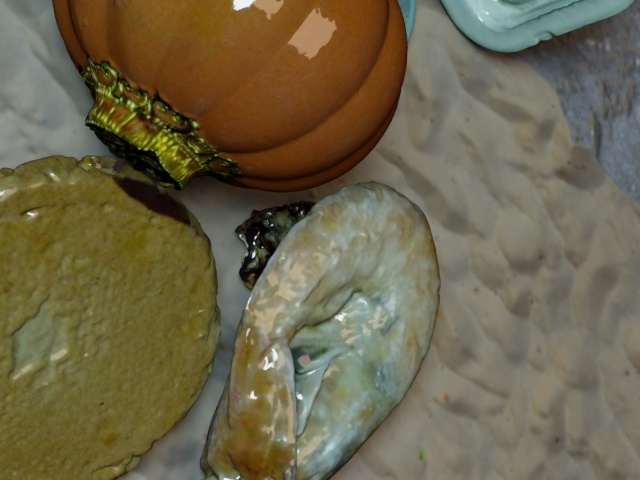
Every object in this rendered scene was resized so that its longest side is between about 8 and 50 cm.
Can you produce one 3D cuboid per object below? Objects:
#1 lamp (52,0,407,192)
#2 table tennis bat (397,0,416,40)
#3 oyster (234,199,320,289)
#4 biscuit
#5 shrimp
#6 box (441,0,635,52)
[{"bbox_3d":[-0.054,-0.124,0.851,0.223,0.223,0.196,41,77,-23],"label":"lamp"},{"bbox_3d":[-0.015,-0.214,1.000,0.149,0.038,0.237,-47,113,-29],"label":"table tennis bat"},{"bbox_3d":[0.001,0.000,0.985,0.132,0.029,0.086,-38,105,-30],"label":"oyster"},{"bbox_3d":[-0.154,0.054,0.830,0.226,0.042,0.226,-17,118,-34],"label":"biscuit"},{"bbox_3d":[-0.024,0.089,0.915,0.317,0.077,0.168,-49,130,-29],"label":"shrimp"},{"bbox_3d":[0.143,-0.319,1.047,0.182,0.175,0.312,-43,108,-39],"label":"box"}]
